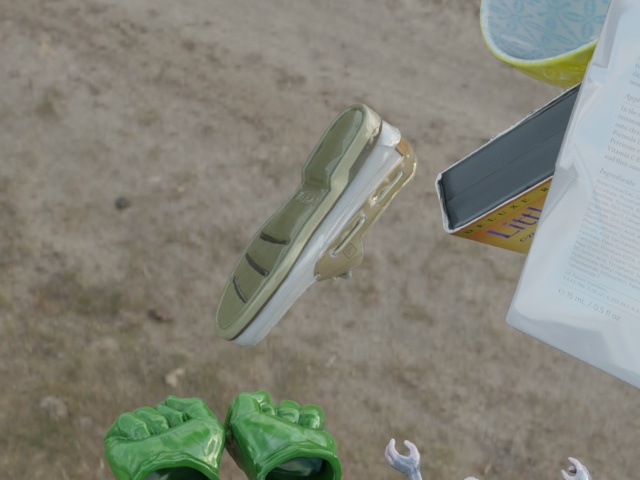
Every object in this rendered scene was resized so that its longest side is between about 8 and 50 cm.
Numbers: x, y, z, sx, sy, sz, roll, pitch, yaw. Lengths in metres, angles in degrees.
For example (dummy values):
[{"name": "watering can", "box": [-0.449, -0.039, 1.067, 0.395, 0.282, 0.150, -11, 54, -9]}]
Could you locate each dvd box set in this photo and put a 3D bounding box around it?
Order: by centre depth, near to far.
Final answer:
[{"name": "dvd box set", "box": [0.348, -0.054, 1.078, 0.420, 0.308, 0.062, 13, 56, -40]}]

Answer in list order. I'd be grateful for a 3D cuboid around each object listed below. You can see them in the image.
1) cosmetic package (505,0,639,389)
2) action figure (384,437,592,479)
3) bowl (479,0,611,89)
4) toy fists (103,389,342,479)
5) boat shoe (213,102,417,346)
[{"name": "cosmetic package", "box": [0.319, -0.011, 0.717, 0.377, 0.284, 0.097, 27, 21, 33]}, {"name": "action figure", "box": [0.200, 0.393, 1.539, 0.248, 0.370, 0.275, 1, 66, 13]}, {"name": "bowl", "box": [0.295, -0.231, 1.104, 0.156, 0.289, 0.289, 32, 37, -27]}, {"name": "toy fists", "box": [-0.114, 0.240, 1.501, 0.279, 0.096, 0.142, -2, 22, -21]}, {"name": "boat shoe", "box": [0.000, 0.000, 1.419, 0.302, 0.103, 0.113, -55, 28, 3]}]
